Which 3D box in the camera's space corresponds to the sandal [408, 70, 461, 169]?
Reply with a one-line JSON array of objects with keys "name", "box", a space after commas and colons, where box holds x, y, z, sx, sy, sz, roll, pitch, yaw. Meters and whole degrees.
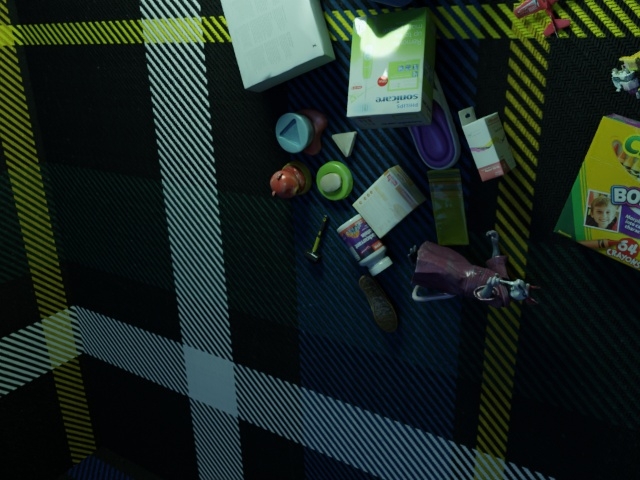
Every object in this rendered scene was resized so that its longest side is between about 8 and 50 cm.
[{"name": "sandal", "box": [0.269, -0.392, 1.623, 0.169, 0.102, 0.416, -34, 86, 36]}]

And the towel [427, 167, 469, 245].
[{"name": "towel", "box": [0.382, -0.098, 1.713, 0.102, 0.021, 0.237, -1, 108, 35]}]

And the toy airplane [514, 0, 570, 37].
[{"name": "toy airplane", "box": [0.561, -0.569, 1.402, 0.151, 0.028, 0.151, 14, 116, 31]}]

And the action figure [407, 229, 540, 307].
[{"name": "action figure", "box": [0.430, 0.128, 1.629, 0.370, 0.248, 0.276, 20, 126, 23]}]

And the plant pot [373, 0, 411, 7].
[{"name": "plant pot", "box": [0.148, -0.736, 1.449, 0.235, 0.236, 0.212, 8, 129, -12]}]

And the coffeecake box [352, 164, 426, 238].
[{"name": "coffeecake box", "box": [0.214, -0.120, 1.789, 0.142, 0.068, 0.185, 51, 128, 7]}]

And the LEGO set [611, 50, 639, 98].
[{"name": "LEGO set", "box": [0.796, -0.394, 1.265, 0.286, 0.132, 0.107, -22, 113, 15]}]

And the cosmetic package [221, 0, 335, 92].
[{"name": "cosmetic package", "box": [-0.141, -0.681, 1.732, 0.284, 0.097, 0.378, -15, 90, 28]}]

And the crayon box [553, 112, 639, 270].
[{"name": "crayon box", "box": [0.794, -0.090, 1.352, 0.362, 0.106, 0.313, 31, 124, 31]}]

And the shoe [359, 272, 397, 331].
[{"name": "shoe", "box": [0.202, 0.208, 1.941, 0.076, 0.058, 0.219, -25, 97, 18]}]

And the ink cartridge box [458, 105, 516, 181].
[{"name": "ink cartridge box", "box": [0.449, -0.272, 1.539, 0.067, 0.115, 0.198, -18, 98, 39]}]

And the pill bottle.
[{"name": "pill bottle", "box": [0.149, 0.016, 1.863, 0.108, 0.108, 0.194, -37, 86, 38]}]

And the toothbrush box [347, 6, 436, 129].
[{"name": "toothbrush box", "box": [0.194, -0.457, 1.545, 0.206, 0.122, 0.284, 2, 84, 25]}]

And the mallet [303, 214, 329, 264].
[{"name": "mallet", "box": [0.000, 0.000, 2.008, 0.062, 0.039, 0.190, 38, 121, 18]}]

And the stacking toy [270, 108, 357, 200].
[{"name": "stacking toy", "box": [-0.037, -0.259, 1.869, 0.279, 0.130, 0.309, 21, 119, 27]}]
